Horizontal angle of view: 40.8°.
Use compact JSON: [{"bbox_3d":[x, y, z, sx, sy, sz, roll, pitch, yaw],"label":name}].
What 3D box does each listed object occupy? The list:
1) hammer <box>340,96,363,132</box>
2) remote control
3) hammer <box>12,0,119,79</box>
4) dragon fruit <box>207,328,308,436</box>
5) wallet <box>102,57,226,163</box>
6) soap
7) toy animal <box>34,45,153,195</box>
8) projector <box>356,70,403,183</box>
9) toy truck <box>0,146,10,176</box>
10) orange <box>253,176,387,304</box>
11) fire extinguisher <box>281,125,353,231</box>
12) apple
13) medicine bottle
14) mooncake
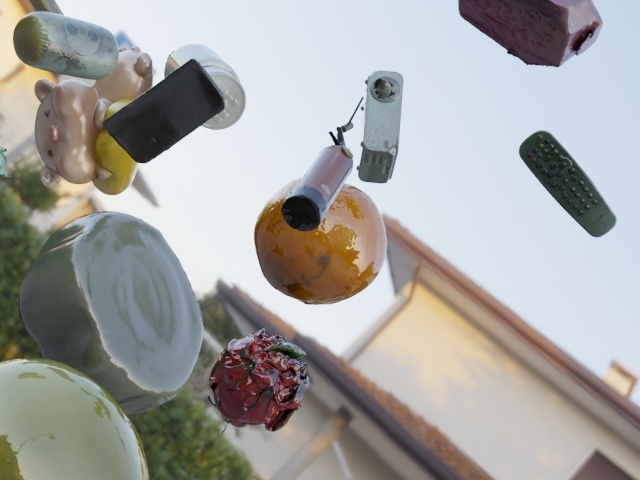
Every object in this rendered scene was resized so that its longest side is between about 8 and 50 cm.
[{"bbox_3d":[0.083,-0.315,2.134,0.019,0.035,0.110,41,-47,14],"label":"hammer"},{"bbox_3d":[0.438,-0.100,1.523,0.222,0.072,0.042,55,13,17],"label":"remote control"},{"bbox_3d":[-0.531,-0.448,1.689,0.202,0.113,0.305,5,47,-53],"label":"hammer"},{"bbox_3d":[-0.152,0.348,1.985,0.233,0.293,0.234,23,20,-9],"label":"dragon fruit"},{"bbox_3d":[-0.203,-0.167,1.134,0.082,0.156,0.018,51,12,-27],"label":"wallet"},{"bbox_3d":[0.430,-0.483,1.777,0.325,0.127,0.220,42,-13,25],"label":"soap"},{"bbox_3d":[-0.495,-0.269,1.846,0.246,0.345,0.277,12,2,-17],"label":"toy animal"},{"bbox_3d":[0.160,-0.310,2.364,0.108,0.250,0.198,6,-21,0],"label":"projector"},{"bbox_3d":[-0.687,-0.159,1.736,0.175,0.081,0.067,-120,-153,-85],"label":"toy truck"},{"bbox_3d":[0.000,0.000,1.958,0.312,0.312,0.312,42,-16,16],"label":"orange"},{"bbox_3d":[0.004,-0.077,1.027,0.050,0.177,0.062,-12,-63,27],"label":"fire extinguisher"},{"bbox_3d":[-0.290,0.247,0.811,0.262,0.262,0.262,42,-16,16],"label":"apple"},{"bbox_3d":[-0.250,-0.332,1.858,0.143,0.143,0.258,56,-2,-30],"label":"medicine bottle"},{"bbox_3d":[-0.269,0.095,1.110,0.275,0.135,0.275,57,20,-35],"label":"mooncake"}]
